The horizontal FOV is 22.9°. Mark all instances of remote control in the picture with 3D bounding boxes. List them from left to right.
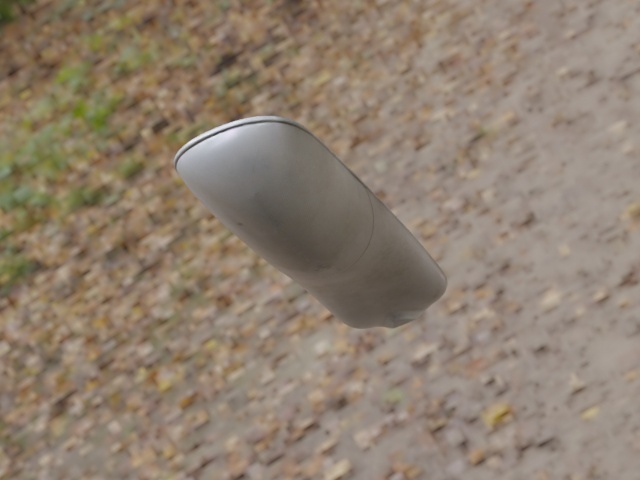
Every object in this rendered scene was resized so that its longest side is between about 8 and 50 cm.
[{"bbox_3d":[0.000,0.000,0.858,0.073,0.229,0.044,-24,54,16],"label":"remote control"}]
